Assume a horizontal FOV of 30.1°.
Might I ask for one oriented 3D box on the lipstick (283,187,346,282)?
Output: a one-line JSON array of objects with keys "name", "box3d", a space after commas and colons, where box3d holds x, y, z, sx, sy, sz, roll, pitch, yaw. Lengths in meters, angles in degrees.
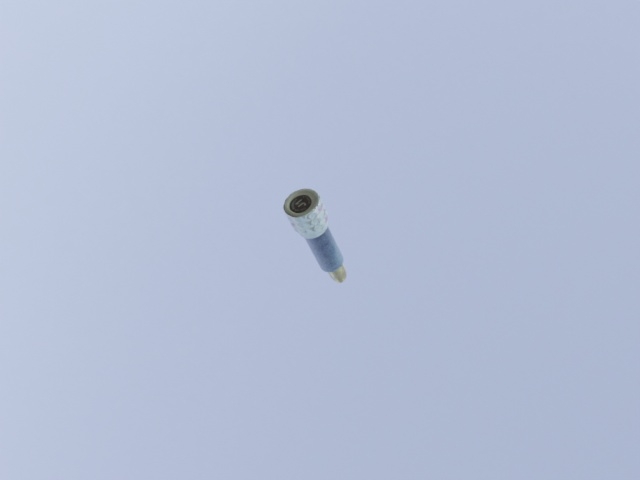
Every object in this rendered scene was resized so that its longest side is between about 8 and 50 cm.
[{"name": "lipstick", "box3d": [0.000, 0.000, 1.116, 0.037, 0.116, 0.037, -11, -130, 14]}]
